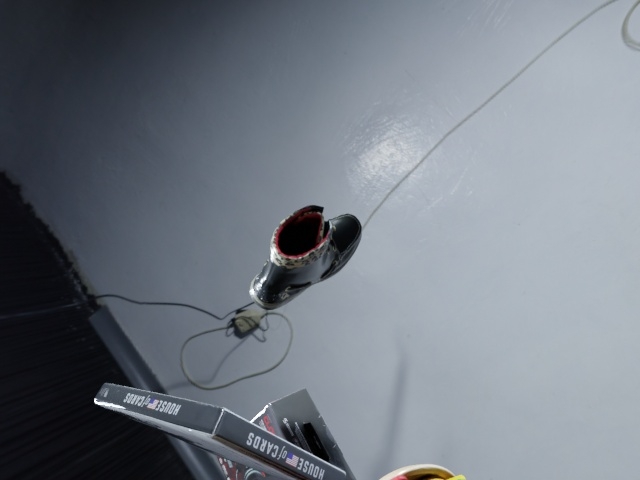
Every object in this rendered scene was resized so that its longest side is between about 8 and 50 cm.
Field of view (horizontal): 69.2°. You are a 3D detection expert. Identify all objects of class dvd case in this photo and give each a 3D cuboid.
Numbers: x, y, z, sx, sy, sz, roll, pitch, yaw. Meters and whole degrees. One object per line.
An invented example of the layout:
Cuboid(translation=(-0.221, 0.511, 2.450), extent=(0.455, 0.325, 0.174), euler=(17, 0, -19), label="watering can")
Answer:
Cuboid(translation=(-0.115, 0.210, 0.500), extent=(0.238, 0.179, 0.030), euler=(-9, 48, 42), label="dvd case")

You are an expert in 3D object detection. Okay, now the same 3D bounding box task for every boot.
Cuboid(translation=(0.000, 0.002, 0.717), extent=(0.085, 0.236, 0.179), euler=(48, 151, 12), label="boot")

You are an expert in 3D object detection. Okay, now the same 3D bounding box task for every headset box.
Cuboid(translation=(-0.072, 0.464, 0.956), extent=(0.293, 0.110, 0.218), euler=(-50, 62, 34), label="headset box")

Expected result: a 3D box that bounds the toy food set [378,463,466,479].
Cuboid(translation=(0.048, 0.163, 0.263), extent=(0.020, 0.083, 0.083), euler=(-142, 50, -62), label="toy food set")
